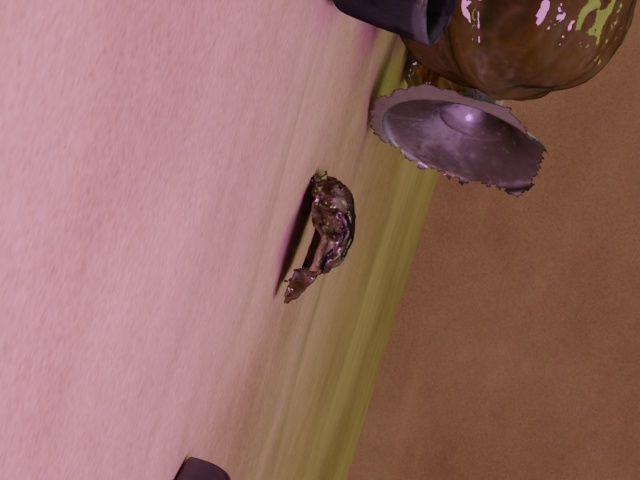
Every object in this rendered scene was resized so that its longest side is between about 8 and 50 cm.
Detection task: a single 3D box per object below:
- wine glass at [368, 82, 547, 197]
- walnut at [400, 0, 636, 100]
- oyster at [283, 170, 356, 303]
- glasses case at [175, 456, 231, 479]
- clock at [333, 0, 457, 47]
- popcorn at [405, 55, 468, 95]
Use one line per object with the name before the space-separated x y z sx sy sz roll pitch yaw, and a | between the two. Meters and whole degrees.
wine glass | 0.202 -0.236 1.686 0.238 0.238 0.323 93 14 -66
walnut | 0.187 -0.266 1.413 0.283 0.227 0.283 -18 114 -49
oyster | 0.005 -0.008 1.361 0.103 0.051 0.148 111 -9 -47
glasses case | -0.107 0.254 1.148 0.072 0.042 0.190 -51 158 -54
clock | 0.096 -0.334 1.112 0.386 0.076 0.386 17 90 -83
popcorn | 0.199 -0.250 1.904 0.173 0.168 0.195 -2 -127 58
